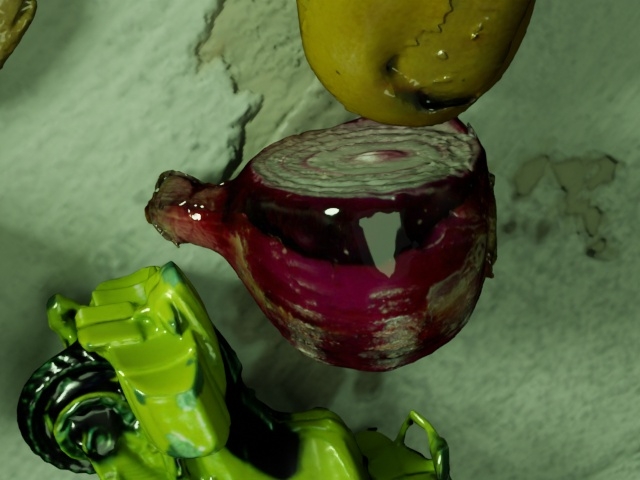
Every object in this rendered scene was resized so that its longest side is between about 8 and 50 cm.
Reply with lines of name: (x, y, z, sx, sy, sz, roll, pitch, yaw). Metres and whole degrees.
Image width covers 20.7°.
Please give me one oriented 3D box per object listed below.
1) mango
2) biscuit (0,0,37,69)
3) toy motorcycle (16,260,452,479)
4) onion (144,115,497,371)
mango: (0.060, -0.182, 1.018, 0.156, 0.151, 0.249, -22, 141, -31)
biscuit: (-0.259, -0.156, 0.961, 0.226, 0.042, 0.226, -10, 116, -21)
toy motorcycle: (-0.037, 0.149, 1.142, 0.206, 0.142, 0.342, -41, 124, -3)
onion: (0.000, 0.000, 1.079, 0.218, 0.195, 0.140, -2, 118, 7)
